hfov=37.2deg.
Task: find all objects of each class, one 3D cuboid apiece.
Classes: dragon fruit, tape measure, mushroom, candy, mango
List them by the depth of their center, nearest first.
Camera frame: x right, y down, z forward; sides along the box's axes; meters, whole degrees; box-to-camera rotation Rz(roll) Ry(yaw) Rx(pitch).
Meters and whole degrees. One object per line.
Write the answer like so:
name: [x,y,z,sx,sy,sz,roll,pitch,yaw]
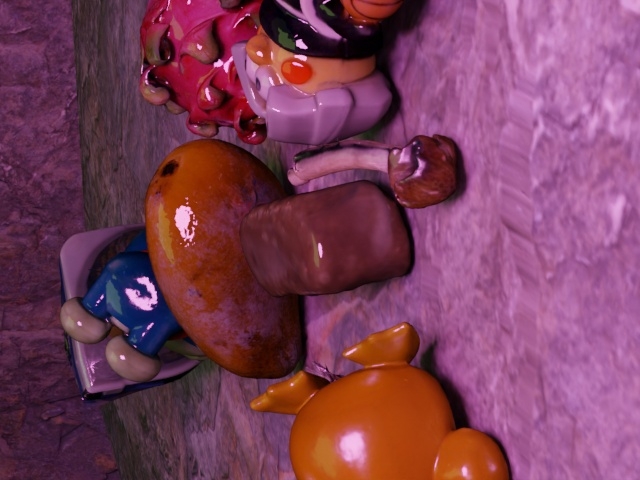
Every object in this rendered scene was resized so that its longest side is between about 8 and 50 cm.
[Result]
mushroom: [0.042,-0.062,0.804,0.187,0.061,0.060,9,102,48]
candy: [0.000,0.000,0.939,0.234,0.104,0.102,167,91,-70]
dragon fruit: [-0.093,-0.240,1.002,0.218,0.198,0.272,44,-120,-77]
mango: [-0.102,0.033,1.119,0.146,0.193,0.316,3,121,40]
tape measure: [-0.279,0.107,1.500,0.138,0.262,0.259,124,135,-71]

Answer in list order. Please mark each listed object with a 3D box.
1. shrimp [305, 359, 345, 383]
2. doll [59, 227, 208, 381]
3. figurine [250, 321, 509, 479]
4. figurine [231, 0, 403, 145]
shrimp: [0.039,0.178,0.952,0.165,0.057,0.065,44,125,38]
doll: [-0.188,0.069,1.265,0.186,0.198,0.322,-55,-4,12]
figurine: [0.059,0.207,0.792,0.228,0.215,0.215,-98,14,-45]
figurine: [0.006,-0.190,0.814,0.176,0.133,0.236,-116,30,-45]
